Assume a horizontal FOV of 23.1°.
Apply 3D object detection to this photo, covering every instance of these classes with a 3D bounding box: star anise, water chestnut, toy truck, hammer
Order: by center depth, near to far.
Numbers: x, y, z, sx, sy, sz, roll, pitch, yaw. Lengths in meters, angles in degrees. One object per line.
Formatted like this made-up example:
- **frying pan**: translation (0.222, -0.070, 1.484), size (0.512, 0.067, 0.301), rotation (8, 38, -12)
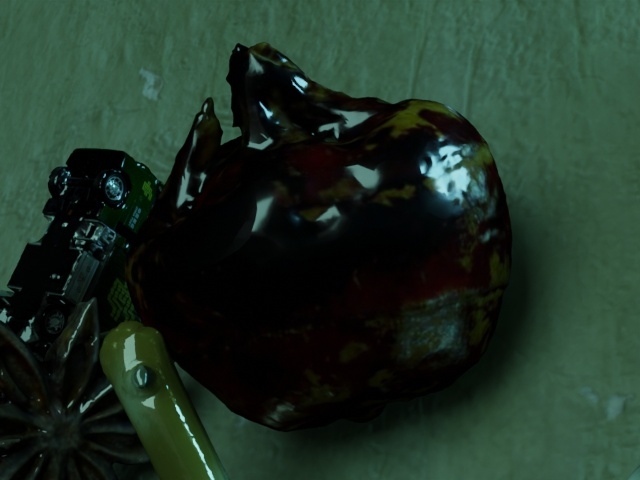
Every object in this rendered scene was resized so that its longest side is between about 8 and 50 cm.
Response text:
- **hammer**: translation (-0.076, 0.194, 1.119), size (0.202, 0.113, 0.305), rotation (-27, 84, 14)
- **water chestnut**: translation (0.000, 0.000, 1.180), size (0.289, 0.244, 0.289), rotation (-16, 56, 26)
- **star anise**: translation (-0.201, 0.140, 1.263), size (0.262, 0.230, 0.081), rotation (-39, 19, -22)
- **toy truck**: translation (-0.214, 0.052, 1.370), size (0.088, 0.121, 0.259), rotation (7, 66, 38)

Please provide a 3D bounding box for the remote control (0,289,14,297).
- **remote control**: translation (-0.360, 0.146, 1.456), size (0.247, 0.052, 0.104), rotation (-51, 46, -2)

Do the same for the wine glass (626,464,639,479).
- **wine glass**: translation (0.189, 0.210, 1.036), size (0.155, 0.072, 0.072), rotation (-39, 47, 7)
